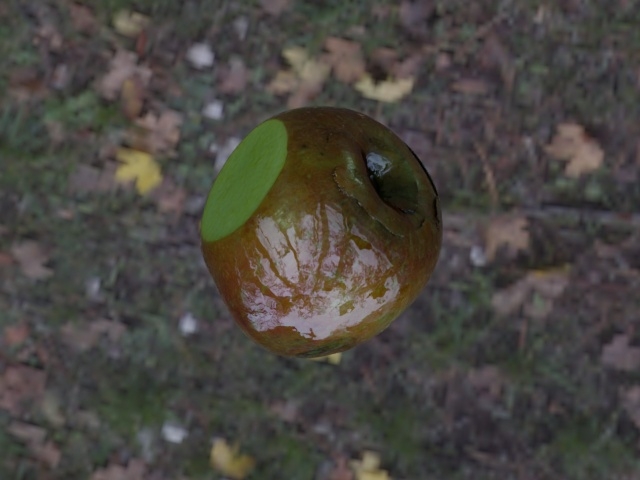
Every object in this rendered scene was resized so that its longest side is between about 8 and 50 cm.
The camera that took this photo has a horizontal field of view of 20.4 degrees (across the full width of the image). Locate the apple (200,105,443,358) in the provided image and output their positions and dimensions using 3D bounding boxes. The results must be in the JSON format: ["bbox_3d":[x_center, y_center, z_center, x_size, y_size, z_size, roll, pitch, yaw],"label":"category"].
[{"bbox_3d":[0.000,0.000,0.783,0.099,0.114,0.102,30,126,-29],"label":"apple"}]
